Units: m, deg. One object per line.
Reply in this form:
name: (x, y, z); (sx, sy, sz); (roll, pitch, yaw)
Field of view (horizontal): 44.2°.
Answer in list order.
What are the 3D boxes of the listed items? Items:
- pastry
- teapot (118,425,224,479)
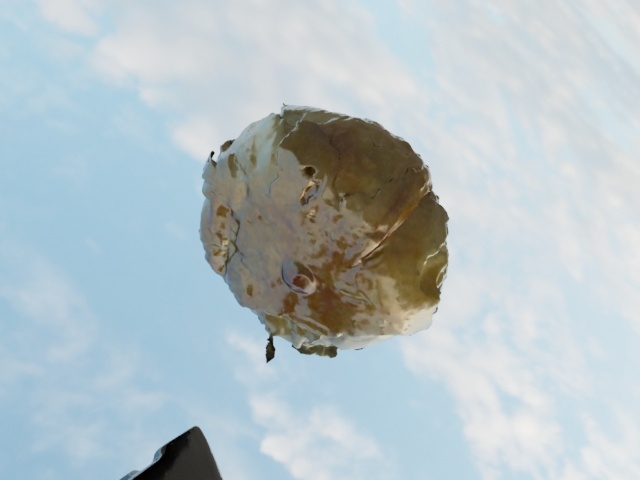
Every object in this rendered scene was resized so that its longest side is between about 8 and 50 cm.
pastry: (0.002, -0.004, 0.443); (0.153, 0.153, 0.081); (52, -137, 7)
teapot: (-0.094, 0.172, 0.395); (0.096, 0.087, 0.177); (55, -157, 7)
